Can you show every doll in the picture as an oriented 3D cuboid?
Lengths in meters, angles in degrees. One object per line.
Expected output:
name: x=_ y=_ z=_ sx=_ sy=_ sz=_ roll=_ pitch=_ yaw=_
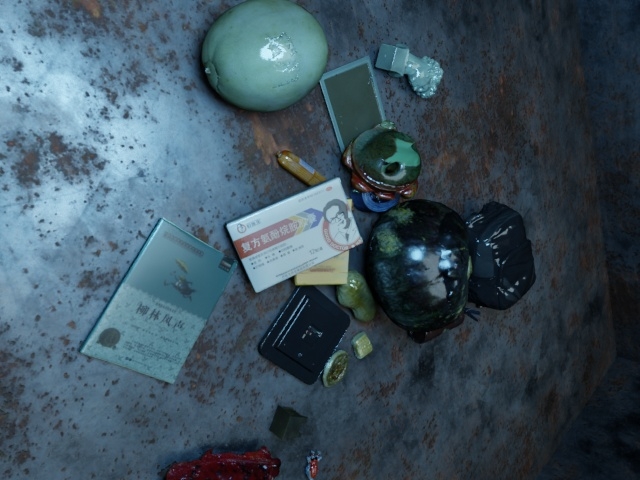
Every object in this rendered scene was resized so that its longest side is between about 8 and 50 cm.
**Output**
doll: x=-0.029 y=0.792 z=1.558 sx=0.057 sy=0.039 sz=0.114 roll=30 pitch=68 yaw=-64

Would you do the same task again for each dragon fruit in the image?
dragon fruit: x=0.216 y=-0.256 z=1.456 sx=0.296 sy=0.130 sz=0.268 roll=-5 pitch=63 yaw=-27
dragon fruit: x=-0.303 y=0.739 z=1.316 sx=0.329 sy=0.228 sz=0.285 roll=-31 pitch=149 yaw=-50

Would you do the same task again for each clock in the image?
clock: x=-0.040 y=0.307 z=1.465 sx=0.279 sy=0.049 sz=0.273 roll=43 pitch=72 yaw=-33

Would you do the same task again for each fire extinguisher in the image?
fire extinguisher: x=0.524 y=0.332 z=1.840 sx=0.344 sy=0.138 sz=0.102 roll=-14 pitch=120 yaw=-34

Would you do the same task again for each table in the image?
table: x=-0.102 y=0.593 z=1.453 sx=0.082 sy=0.070 sz=0.083 roll=26 pitch=80 yaw=-41

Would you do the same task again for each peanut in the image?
peanut: x=0.126 y=0.199 z=1.543 sx=0.120 sy=0.110 sz=0.236 roll=-49 pitch=131 yaw=-26

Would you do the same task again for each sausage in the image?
sausage: x=-0.009 y=-0.183 z=1.408 sx=0.348 sy=0.053 sz=0.053 roll=33 pitch=77 yaw=-36

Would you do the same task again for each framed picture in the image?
framed picture: x=0.118 y=-0.433 z=1.488 sx=0.232 sy=0.019 sz=0.296 roll=-32 pitch=116 yaw=-29

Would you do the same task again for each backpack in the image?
backpack: x=0.728 y=0.056 z=1.879 sx=0.364 sy=0.255 sz=0.445 roll=-31 pitch=121 yaw=-27

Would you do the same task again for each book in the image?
book: x=-0.406 y=0.163 z=1.177 sx=0.264 sy=0.031 sz=0.379 roll=35 pitch=76 yaw=-36

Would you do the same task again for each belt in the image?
belt: x=0.198 y=-0.170 z=1.548 sx=0.190 sy=0.082 sz=0.141 roll=-12 pitch=100 yaw=-35

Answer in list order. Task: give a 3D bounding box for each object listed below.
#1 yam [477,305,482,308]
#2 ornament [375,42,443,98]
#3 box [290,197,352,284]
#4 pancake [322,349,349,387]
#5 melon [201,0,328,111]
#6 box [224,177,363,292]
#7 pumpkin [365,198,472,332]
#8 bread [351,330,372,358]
yam: x=0.754 y=0.199 z=2.060 sx=0.027 sy=0.029 sz=0.234 roll=9 pitch=91 yaw=-33
ornament: x=0.307 y=-0.600 z=1.540 sx=0.285 sy=0.120 sz=0.130 roll=16 pitch=108 yaw=-38
box: x=0.000 y=0.000 z=1.398 sx=0.175 sy=0.076 sz=0.273 roll=1 pitch=98 yaw=-15
pancake: x=0.054 y=0.449 z=1.562 sx=0.140 sy=0.022 sz=0.139 roll=-27 pitch=126 yaw=-43
melon: x=-0.141 y=-0.464 z=1.133 sx=0.330 sy=0.269 sz=0.268 roll=-21 pitch=110 yaw=-25
box: x=-0.072 y=-0.021 z=1.301 sx=0.354 sy=0.069 sz=0.214 roll=-24 pitch=104 yaw=-14
pumpkin: x=0.331 y=0.080 z=1.510 sx=0.454 sy=0.344 sz=0.453 roll=-1 pitch=90 yaw=-69
bread: x=0.149 y=0.382 z=1.630 sx=0.070 sy=0.035 sz=0.083 roll=-32 pitch=108 yaw=-30
